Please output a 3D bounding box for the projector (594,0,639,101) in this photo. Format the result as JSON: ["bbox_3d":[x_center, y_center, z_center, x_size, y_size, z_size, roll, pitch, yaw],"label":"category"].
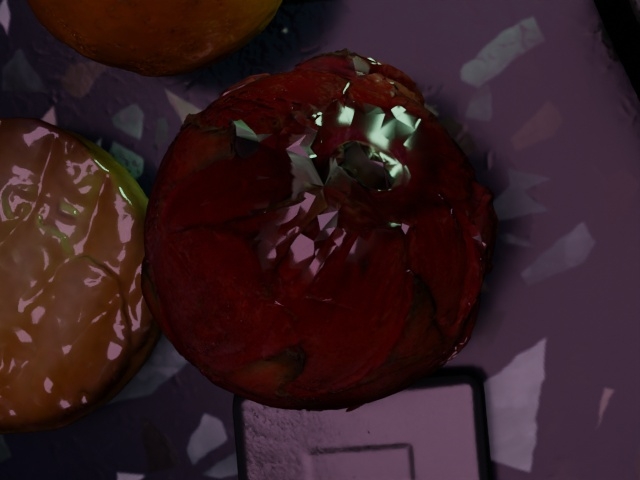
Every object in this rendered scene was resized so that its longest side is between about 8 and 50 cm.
[{"bbox_3d":[0.370,-0.111,1.122,0.242,0.405,0.395,-27,86,9],"label":"projector"}]

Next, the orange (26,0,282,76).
[{"bbox_3d":[-0.140,-0.257,1.306,0.240,0.240,0.240,0,92,11],"label":"orange"}]

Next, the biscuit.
[{"bbox_3d":[-0.280,0.032,1.407,0.296,0.102,0.296,1,95,9],"label":"biscuit"}]

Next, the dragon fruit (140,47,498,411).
[{"bbox_3d":[0.000,0.000,1.257,0.295,0.302,0.295,9,59,-16],"label":"dragon fruit"}]

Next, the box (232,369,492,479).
[{"bbox_3d":[0.038,0.202,1.375,0.230,0.050,0.160,-5,90,11],"label":"box"}]
